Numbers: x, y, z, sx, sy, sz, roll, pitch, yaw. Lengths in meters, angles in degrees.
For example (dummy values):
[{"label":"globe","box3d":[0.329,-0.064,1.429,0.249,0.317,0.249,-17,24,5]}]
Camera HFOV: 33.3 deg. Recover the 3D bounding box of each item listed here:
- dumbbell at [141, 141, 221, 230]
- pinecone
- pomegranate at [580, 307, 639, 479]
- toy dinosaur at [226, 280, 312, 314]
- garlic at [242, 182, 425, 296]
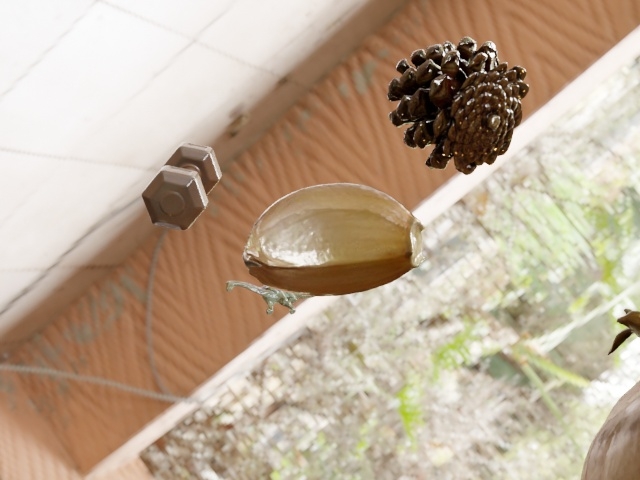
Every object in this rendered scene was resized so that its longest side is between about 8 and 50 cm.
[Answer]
[{"label":"dumbbell","box3d":[-0.200,-0.082,1.567,0.231,0.092,0.082,-83,-177,-74]},{"label":"pinecone","box3d":[0.192,-0.203,1.557,0.208,0.208,0.208,-37,170,-7]},{"label":"pomegranate","box3d":[0.299,0.152,0.628,0.319,0.319,0.319,-37,170,-7]},{"label":"toy dinosaur","box3d":[-0.054,0.083,1.546,0.180,0.058,0.037,11,135,-42]},{"label":"garlic","box3d":[0.000,0.009,1.161,0.207,0.128,0.115,-9,138,-18]}]
